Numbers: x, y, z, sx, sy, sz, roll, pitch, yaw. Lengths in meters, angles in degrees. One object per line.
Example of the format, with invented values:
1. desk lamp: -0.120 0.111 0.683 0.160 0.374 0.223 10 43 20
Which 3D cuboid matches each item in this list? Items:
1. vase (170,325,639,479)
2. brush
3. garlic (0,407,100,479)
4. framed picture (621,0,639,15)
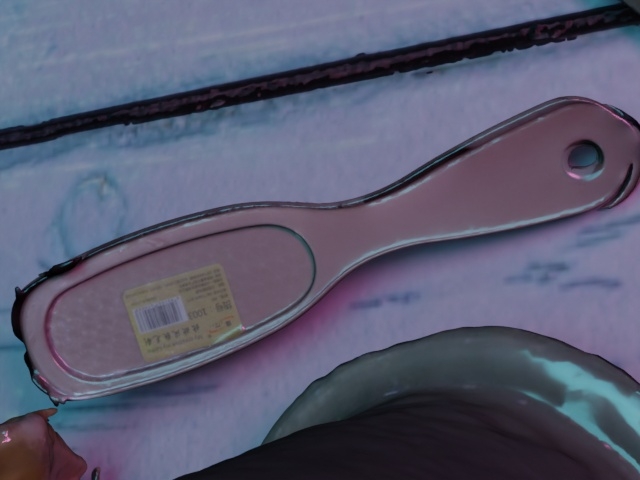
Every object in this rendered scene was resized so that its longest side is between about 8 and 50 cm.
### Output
1. vase: -0.011 0.159 0.377 0.245 0.291 0.245 1 92 32
2. brush: 0.000 -0.002 0.578 0.313 0.067 0.072 -20 99 13
3. garlic: -0.158 0.240 0.563 0.237 0.210 0.292 -8 64 -10
4. framed picture: 0.207 -0.223 0.474 0.232 0.024 0.315 47 125 28
